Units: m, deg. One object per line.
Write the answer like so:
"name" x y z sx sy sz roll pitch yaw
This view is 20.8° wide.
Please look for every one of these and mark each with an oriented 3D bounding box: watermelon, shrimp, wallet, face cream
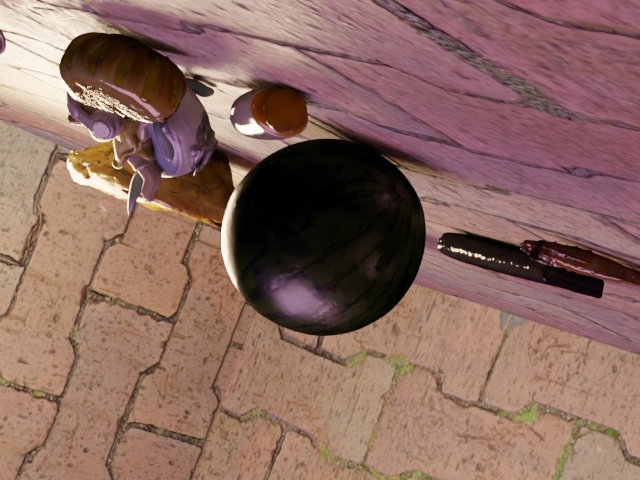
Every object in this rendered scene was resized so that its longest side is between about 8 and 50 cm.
"watermelon" 0.004 -0.003 2.069 0.242 0.242 0.242 20 177 1
"shrimp" 0.349 0.028 2.295 0.178 0.034 0.124 15 -178 10
"wallet" 0.299 0.036 2.609 0.149 0.044 0.250 18 178 -38
"face cream" -0.058 -0.136 1.896 0.072 0.051 0.182 25 175 -14

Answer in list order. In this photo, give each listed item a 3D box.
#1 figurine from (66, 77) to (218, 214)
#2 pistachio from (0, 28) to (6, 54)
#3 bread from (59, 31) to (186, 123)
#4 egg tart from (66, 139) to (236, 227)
"figurine" -0.209 -0.132 2.042 0.184 0.128 0.208 20 136 7
"pistachio" -0.475 -0.253 2.059 0.206 0.131 0.129 15 -140 13
"bread" -0.225 -0.183 1.879 0.157 0.083 0.094 14 170 46
"egg tart" -0.253 -0.108 2.866 0.341 0.129 0.341 19 177 1
